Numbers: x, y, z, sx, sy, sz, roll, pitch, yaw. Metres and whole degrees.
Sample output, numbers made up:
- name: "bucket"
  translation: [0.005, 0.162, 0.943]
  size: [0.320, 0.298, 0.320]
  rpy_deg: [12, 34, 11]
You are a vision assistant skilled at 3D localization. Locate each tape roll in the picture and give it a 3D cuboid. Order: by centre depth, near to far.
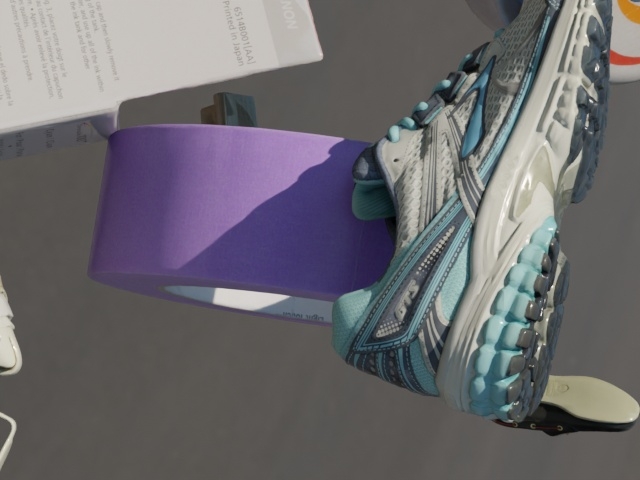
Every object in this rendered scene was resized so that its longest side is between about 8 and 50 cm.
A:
- name: "tape roll"
  translation: [0.000, 0.000, 1.178]
  size: [0.275, 0.275, 0.090]
  rpy_deg: [33, 65, -74]

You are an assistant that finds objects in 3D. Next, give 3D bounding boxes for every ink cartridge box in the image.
- name: "ink cartridge box"
  translation: [-0.161, -0.207, 1.187]
  size: [0.066, 0.261, 0.296]
  rpy_deg: [111, -34, -73]

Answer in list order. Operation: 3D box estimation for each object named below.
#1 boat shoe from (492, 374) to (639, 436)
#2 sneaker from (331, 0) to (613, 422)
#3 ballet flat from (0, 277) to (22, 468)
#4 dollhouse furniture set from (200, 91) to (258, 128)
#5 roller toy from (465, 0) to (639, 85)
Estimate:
- name: "boat shoe"
  translation: [0.205, 0.142, 1.635]
  size: [0.049, 0.133, 0.042]
  rpy_deg: [-60, 151, -49]
- name: "sneaker"
  translation: [0.079, -0.050, 1.008]
  size: [0.110, 0.122, 0.283]
  rpy_deg: [74, 30, -60]
- name: "ballet flat"
  translation: [-0.185, 0.079, 1.034]
  size: [0.057, 0.052, 0.168]
  rpy_deg: [65, 36, -86]
- name: "dollhouse furniture set"
  translation: [-0.136, -0.271, 1.590]
  size: [0.303, 0.174, 0.355]
  rpy_deg: [2, 77, -48]
- name: "roller toy"
  translation: [0.211, -0.217, 1.434]
  size: [0.209, 0.146, 0.191]
  rpy_deg: [20, 103, -39]
